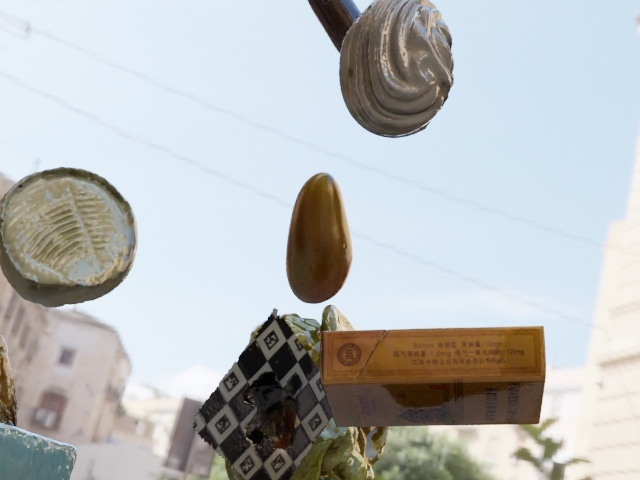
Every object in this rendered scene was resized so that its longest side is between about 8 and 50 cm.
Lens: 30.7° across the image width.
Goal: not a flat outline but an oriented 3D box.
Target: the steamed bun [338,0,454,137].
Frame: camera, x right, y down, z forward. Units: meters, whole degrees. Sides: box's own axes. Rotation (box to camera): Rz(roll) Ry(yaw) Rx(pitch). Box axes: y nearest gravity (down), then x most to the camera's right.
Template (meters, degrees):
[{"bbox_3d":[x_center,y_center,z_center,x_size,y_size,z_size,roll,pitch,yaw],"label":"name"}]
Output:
[{"bbox_3d":[0.085,-0.216,1.430,0.106,0.183,0.183,0,-14,-22],"label":"steamed bun"}]

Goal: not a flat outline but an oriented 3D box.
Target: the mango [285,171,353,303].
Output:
[{"bbox_3d":[0.000,0.000,2.101,0.113,0.253,0.138,-4,22,-26],"label":"mango"}]

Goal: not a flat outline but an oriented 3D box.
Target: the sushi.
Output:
[{"bbox_3d":[-0.077,0.221,1.558,0.040,0.193,0.210,13,-32,44],"label":"sushi"}]

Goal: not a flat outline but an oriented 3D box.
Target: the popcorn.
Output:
[{"bbox_3d":[-0.040,0.280,1.862,0.293,0.334,0.292,-30,-35,12],"label":"popcorn"}]

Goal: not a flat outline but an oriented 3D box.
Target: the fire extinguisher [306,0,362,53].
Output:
[{"bbox_3d":[0.029,-0.398,2.007,0.072,0.267,0.089,-26,-13,-21],"label":"fire extinguisher"}]

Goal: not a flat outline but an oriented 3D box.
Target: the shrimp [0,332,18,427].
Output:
[{"bbox_3d":[-0.415,0.173,1.407,0.099,0.180,0.041,-19,1,-33],"label":"shrimp"}]

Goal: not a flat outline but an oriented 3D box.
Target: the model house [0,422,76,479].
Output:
[{"bbox_3d":[-0.383,0.267,1.041,0.230,0.249,0.280,12,-14,18],"label":"model house"}]

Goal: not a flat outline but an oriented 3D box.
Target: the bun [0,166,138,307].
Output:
[{"bbox_3d":[-0.446,-0.001,2.037,0.259,0.259,0.152,19,-29,-11],"label":"bun"}]

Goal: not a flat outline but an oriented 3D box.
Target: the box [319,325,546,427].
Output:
[{"bbox_3d":[0.144,0.175,1.482,0.274,0.076,0.174,-2,-29,7],"label":"box"}]
